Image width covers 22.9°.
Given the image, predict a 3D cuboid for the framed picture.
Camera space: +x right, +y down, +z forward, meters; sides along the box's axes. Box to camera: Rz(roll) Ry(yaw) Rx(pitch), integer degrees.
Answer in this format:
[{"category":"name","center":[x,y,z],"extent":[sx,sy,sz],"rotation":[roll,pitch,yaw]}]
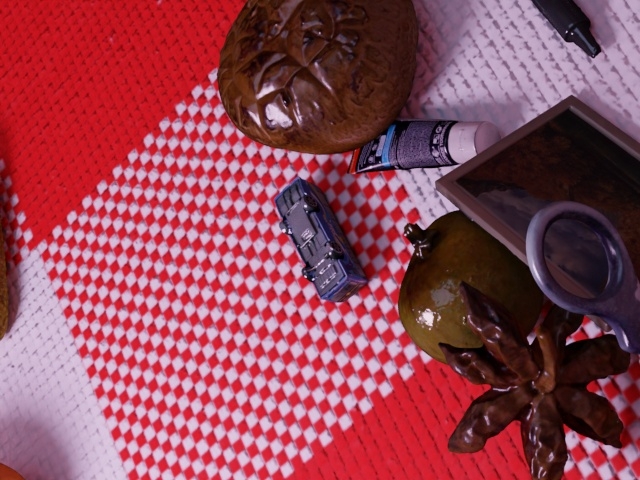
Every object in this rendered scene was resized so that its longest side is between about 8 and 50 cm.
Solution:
[{"category":"framed picture","center":[0.255,-0.033,1.505],"extent":[0.184,0.016,0.250],"rotation":[-31,49,-18]}]

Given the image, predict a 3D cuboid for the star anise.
[{"category":"star anise","center":[0.203,0.136,1.464],"extent":[0.196,0.212,0.111],"rotation":[-64,25,13]}]

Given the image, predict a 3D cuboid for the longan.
[{"category":"longan","center":[0.139,0.042,1.552],"extent":[0.145,0.176,0.154],"rotation":[-42,27,20]}]

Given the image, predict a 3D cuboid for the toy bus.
[{"category":"toy bus","center":[0.000,0.000,1.744],"extent":[0.051,0.061,0.153],"rotation":[-44,54,24]}]

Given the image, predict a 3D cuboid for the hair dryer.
[{"category":"hair dryer","center":[0.227,-0.291,1.643],"extent":[0.128,0.070,0.255],"rotation":[-47,62,20]}]

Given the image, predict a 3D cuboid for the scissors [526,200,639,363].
[{"category":"scissors","center":[0.313,0.144,1.393],"extent":[0.029,0.256,0.383],"rotation":[163,103,-73]}]

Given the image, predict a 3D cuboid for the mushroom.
[{"category":"mushroom","center":[-0.004,-0.205,1.747],"extent":[0.253,0.153,0.253],"rotation":[-17,60,31]}]

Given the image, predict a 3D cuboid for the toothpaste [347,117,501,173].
[{"category":"toothpaste","center":[0.106,-0.106,1.701],"extent":[0.194,0.045,0.071],"rotation":[0,71,45]}]

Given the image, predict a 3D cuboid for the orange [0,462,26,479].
[{"category":"orange","center":[-0.455,0.372,1.915],"extent":[0.240,0.240,0.240],"rotation":[-11,72,37]}]

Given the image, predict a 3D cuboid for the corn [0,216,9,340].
[{"category":"corn","center":[-0.465,0.010,2.100],"extent":[0.106,0.106,0.293],"rotation":[-20,64,34]}]
